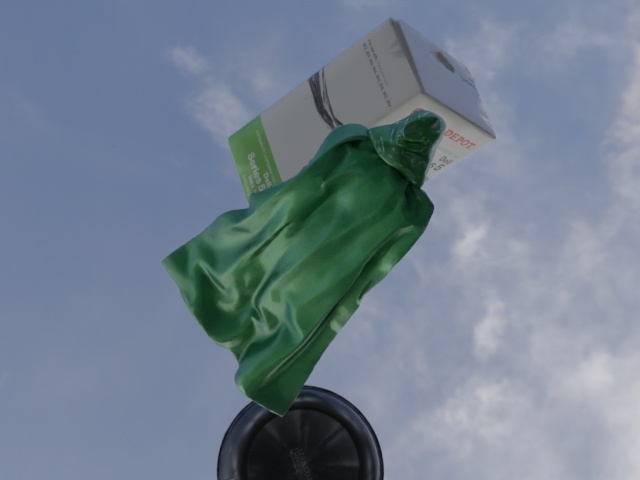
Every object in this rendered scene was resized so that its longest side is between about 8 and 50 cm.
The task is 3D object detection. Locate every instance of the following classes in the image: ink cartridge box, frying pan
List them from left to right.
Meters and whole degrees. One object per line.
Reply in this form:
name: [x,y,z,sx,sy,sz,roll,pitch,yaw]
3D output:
frying pan: [-0.085,0.257,1.012,0.325,0.053,0.197,5,-109,-5]
ink cartridge box: [0.053,-0.132,1.119,0.272,0.198,0.115,-32,-117,28]

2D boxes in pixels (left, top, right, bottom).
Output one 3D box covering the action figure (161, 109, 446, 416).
action figure: [0.000,0.000,0.547,0.137,0.232,0.063,48,-140,4]
